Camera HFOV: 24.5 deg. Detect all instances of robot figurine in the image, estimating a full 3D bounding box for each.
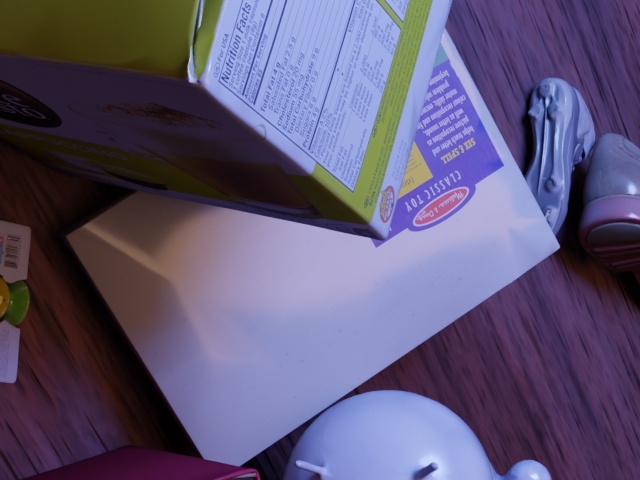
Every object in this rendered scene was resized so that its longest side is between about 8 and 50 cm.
[{"bbox_3d":[0.077,0.267,1.418,0.353,0.299,0.200,63,16,-61],"label":"robot figurine"}]

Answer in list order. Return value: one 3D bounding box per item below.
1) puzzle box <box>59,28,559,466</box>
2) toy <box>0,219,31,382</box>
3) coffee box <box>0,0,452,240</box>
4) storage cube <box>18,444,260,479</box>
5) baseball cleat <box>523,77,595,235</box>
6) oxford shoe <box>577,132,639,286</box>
[{"bbox_3d":[0.000,0.000,1.380,0.409,0.052,0.272,-32,104,-13],"label":"puzzle box"},{"bbox_3d":[-0.345,0.037,1.192,0.237,0.056,0.137,13,78,-46],"label":"toy"},{"bbox_3d":[-0.110,-0.231,1.142,0.334,0.337,0.338,35,68,-61],"label":"coffee box"},{"bbox_3d":[-0.172,0.292,1.256,0.215,0.193,0.184,-14,99,-40],"label":"storage cube"},{"bbox_3d":[0.285,-0.086,1.742,0.109,0.072,0.206,12,86,-48],"label":"baseball cleat"},{"bbox_3d":[0.452,-0.003,1.846,0.397,0.140,0.147,37,49,-47],"label":"oxford shoe"}]
